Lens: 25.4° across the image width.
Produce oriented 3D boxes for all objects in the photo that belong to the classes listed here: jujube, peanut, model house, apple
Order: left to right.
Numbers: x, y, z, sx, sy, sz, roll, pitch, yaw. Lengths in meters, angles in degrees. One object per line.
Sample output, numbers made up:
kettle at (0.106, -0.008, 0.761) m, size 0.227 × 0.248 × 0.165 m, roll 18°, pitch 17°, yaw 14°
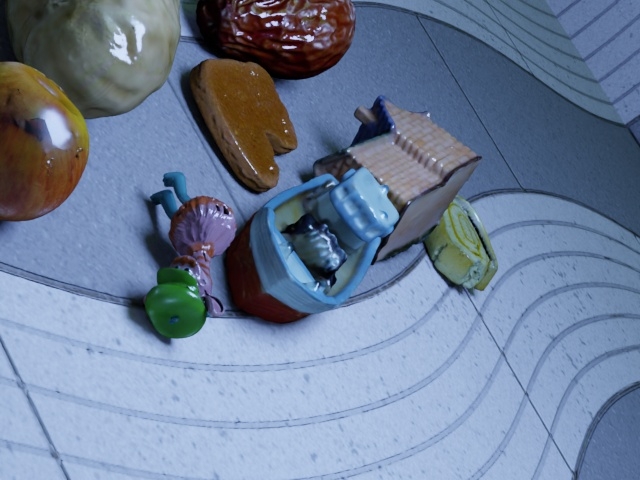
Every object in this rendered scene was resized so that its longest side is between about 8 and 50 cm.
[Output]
apple at (-0.274, -0.091, 1.273) m, size 0.146 × 0.146 × 0.146 m, roll 41°, pitch 28°, yaw -27°
peanut at (-0.246, -0.272, 1.519) m, size 0.192 × 0.169 × 0.387 m, roll 34°, pitch 27°, yaw -28°
jujube at (-0.063, -0.296, 1.899) m, size 0.236 × 0.168 × 0.168 m, roll -8°, pitch 64°, yaw -44°
model house at (0.078, -0.086, 1.883) m, size 0.172 × 0.166 × 0.183 m, roll 43°, pitch 38°, yaw 14°

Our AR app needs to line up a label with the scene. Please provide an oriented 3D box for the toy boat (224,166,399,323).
toy boat at (0.000, 0.000, 1.636) m, size 0.145 × 0.133 × 0.332 m, roll 54°, pitch 25°, yaw -3°

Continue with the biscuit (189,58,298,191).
biscuit at (-0.087, -0.143, 1.782) m, size 0.186 × 0.036 × 0.192 m, roll 61°, pitch 25°, yaw 9°

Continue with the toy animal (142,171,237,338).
toy animal at (-0.133, 0.018, 1.454) m, size 0.208 × 0.100 × 0.103 m, roll -99°, pitch -177°, yaw -49°

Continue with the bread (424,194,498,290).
bread at (0.199, 0.003, 2.066) m, size 0.117 × 0.064 × 0.156 m, roll 26°, pitch 37°, yaw -38°
